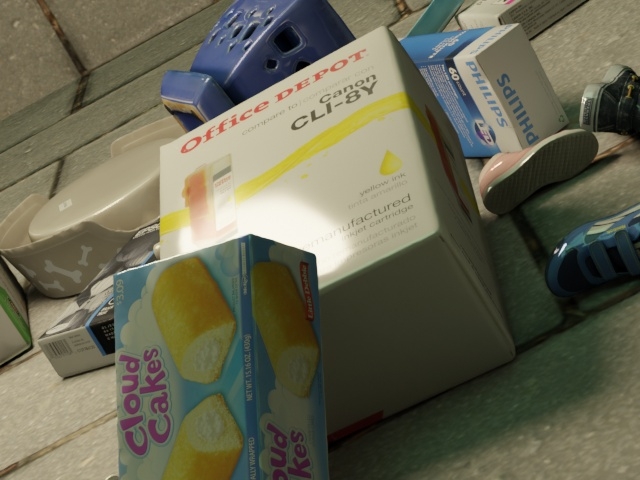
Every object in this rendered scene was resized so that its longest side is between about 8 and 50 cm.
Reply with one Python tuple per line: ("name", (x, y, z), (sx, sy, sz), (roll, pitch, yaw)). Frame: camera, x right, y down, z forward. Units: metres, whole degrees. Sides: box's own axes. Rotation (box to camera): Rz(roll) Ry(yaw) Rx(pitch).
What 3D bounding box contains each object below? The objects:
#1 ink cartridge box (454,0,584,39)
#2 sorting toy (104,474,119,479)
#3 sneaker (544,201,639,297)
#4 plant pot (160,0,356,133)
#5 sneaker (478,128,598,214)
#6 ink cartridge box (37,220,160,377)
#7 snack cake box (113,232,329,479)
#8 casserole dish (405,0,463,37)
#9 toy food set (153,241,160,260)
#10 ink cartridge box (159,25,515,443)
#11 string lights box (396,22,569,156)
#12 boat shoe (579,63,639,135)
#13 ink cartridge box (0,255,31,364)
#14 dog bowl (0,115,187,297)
("ink cartridge box", (0.304, -0.360, 2.449), (0.275, 0.060, 0.239), (-35, 20, -16))
("sorting toy", (-0.174, 0.246, 1.523), (0.045, 0.075, 0.083), (-16, 22, 37))
("sneaker", (0.263, 0.006, 1.533), (0.144, 0.053, 0.059), (-30, 20, 2))
("plant pot", (-0.058, -0.179, 2.256), (0.212, 0.236, 0.236), (-41, 19, -11))
("sneaker", (0.222, -0.082, 1.833), (0.134, 0.051, 0.070), (-32, 23, 6))
("ink cartridge box", (-0.194, 0.037, 2.141), (0.165, 0.065, 0.332), (-18, 20, 33))
("snack cake box", (-0.079, 0.143, 1.377), (0.152, 0.264, 0.089), (-16, -21, 34))
("casserole dish", (0.145, -0.288, 2.433), (0.188, 0.037, 0.114), (-52, -1, -9))
("toy food set", (-0.124, 0.040, 1.946), (0.104, 0.111, 0.232), (-25, 16, 19))
("ink cartridge box", (0.000, 0.000, 1.649), (0.279, 0.160, 0.384), (-27, 32, 12))
("string lights box", (0.157, -0.169, 2.033), (0.077, 0.133, 0.260), (-37, 20, -24))
("boat shoe", (0.329, -0.138, 1.822), (0.083, 0.065, 0.183), (12, 18, 19))
("ink cartridge box", (-0.488, 0.050, 2.331), (0.117, 0.201, 0.278), (-32, 17, -3))
("dog bowl", (-0.281, -0.046, 2.435), (0.349, 0.102, 0.349), (-27, 17, 9))
